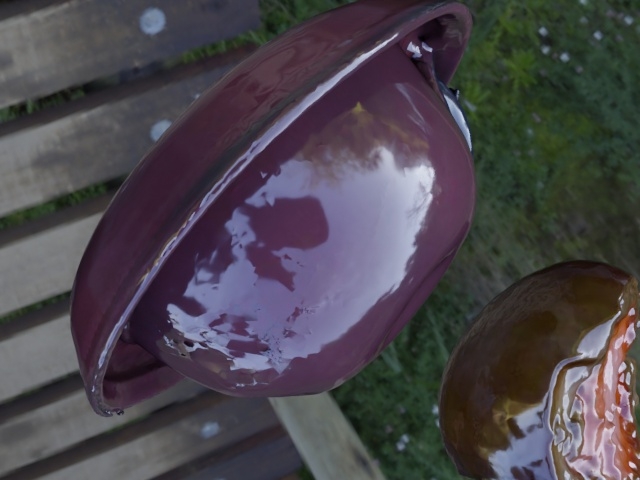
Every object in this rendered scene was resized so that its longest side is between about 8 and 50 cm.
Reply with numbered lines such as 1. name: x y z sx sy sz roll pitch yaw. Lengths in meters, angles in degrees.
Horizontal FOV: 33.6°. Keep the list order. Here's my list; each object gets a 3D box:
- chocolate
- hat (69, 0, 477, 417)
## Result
1. chocolate: 0.133 0.077 0.574 0.124 0.127 0.133 90 20 -76
2. hat: 0.000 0.000 0.394 0.205 0.089 0.205 -44 167 -13
